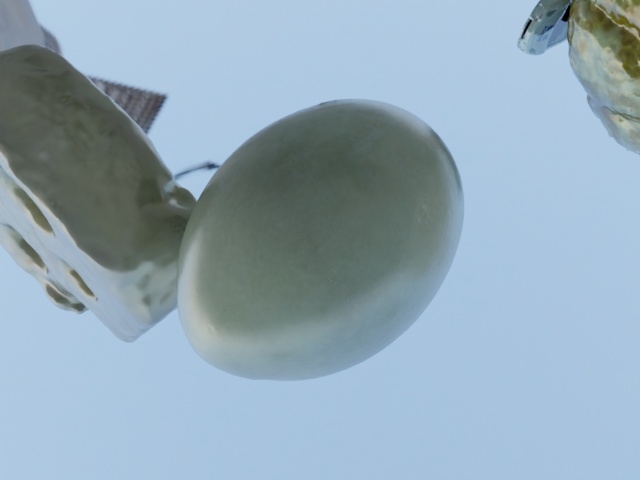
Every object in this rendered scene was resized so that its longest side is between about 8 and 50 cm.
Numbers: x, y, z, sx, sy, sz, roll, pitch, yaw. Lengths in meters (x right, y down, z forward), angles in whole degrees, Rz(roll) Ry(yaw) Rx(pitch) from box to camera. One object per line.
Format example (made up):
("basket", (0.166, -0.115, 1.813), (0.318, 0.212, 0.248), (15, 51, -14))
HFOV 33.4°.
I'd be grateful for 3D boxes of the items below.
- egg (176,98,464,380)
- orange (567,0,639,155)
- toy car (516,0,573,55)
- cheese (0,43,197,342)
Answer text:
("egg", (0.000, 0.000, 0.802), (0.186, 0.186, 0.253), (38, -115, 26))
("orange", (0.420, -0.219, 1.288), (0.210, 0.368, 0.271), (-31, -138, 9))
("toy car", (0.317, -0.300, 1.390), (0.056, 0.095, 0.205), (34, -138, 13))
("cheese", (-0.221, -0.028, 0.979), (0.115, 0.318, 0.326), (-41, -125, -21))
